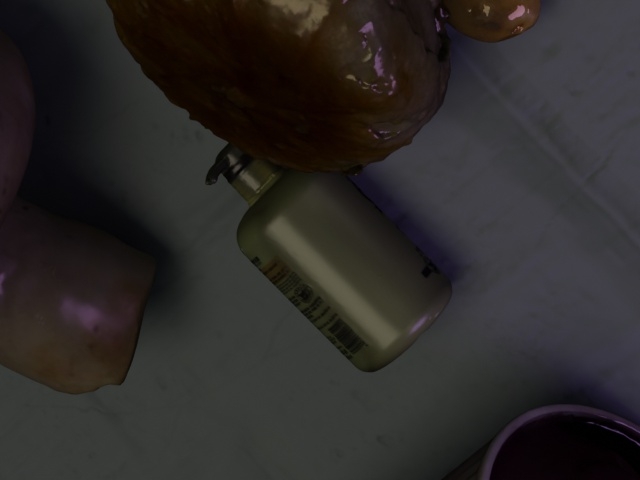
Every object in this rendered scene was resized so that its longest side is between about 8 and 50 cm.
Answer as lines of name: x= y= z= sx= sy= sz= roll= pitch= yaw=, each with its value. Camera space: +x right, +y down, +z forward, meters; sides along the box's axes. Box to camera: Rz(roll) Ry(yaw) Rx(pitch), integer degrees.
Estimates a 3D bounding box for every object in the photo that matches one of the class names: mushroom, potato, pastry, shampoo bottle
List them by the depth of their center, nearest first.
potato: x=0.082 y=-0.145 z=0.876 sx=0.083 sy=0.062 sz=0.068 roll=66 pitch=158 yaw=-2
pastry: x=-0.025 y=-0.113 z=0.891 sx=0.192 sy=0.093 sz=0.182 roll=12 pitch=150 yaw=33
shampoo bottle: x=0.000 y=0.000 z=0.988 sx=0.162 sy=0.079 sz=0.079 roll=46 pitch=127 yaw=-3
mushroom: x=-0.259 y=0.006 z=1.035 sx=0.292 sy=0.292 sz=0.290 roll=-27 pitch=133 yaw=35

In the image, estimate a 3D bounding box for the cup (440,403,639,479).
cup: x=0.136 y=0.251 z=1.017 sx=0.273 sy=0.288 sz=0.208 roll=-44 pitch=57 yaw=38
